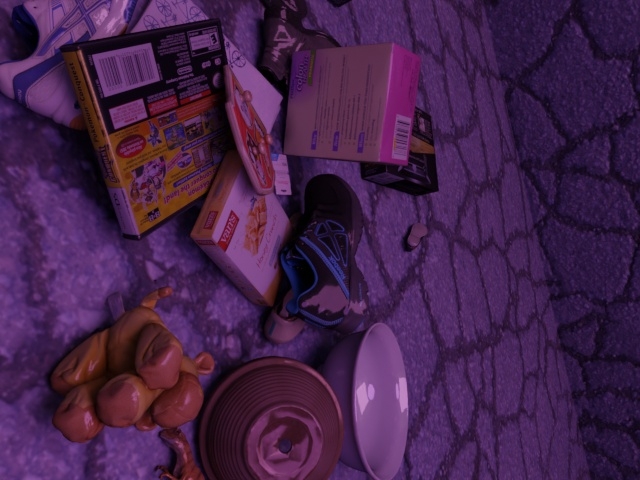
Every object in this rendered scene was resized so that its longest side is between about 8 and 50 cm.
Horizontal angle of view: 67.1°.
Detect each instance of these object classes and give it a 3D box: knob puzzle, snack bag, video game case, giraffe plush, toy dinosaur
[{"bbox_3d":[-0.101,-0.158,0.777,0.213,0.030,0.213,-16,90,-82],"label":"knob puzzle"},{"bbox_3d":[-0.211,-0.231,0.838,0.323,0.037,0.342,42,51,-39],"label":"snack bag"},{"bbox_3d":[-0.212,-0.171,0.698,0.275,0.035,0.248,-48,138,-51],"label":"video game case"},{"bbox_3d":[-0.227,0.186,0.645,0.210,0.181,0.170,-109,173,-54],"label":"giraffe plush"},{"bbox_3d":[-0.185,0.378,0.701,0.112,0.064,0.211,-32,107,-52],"label":"toy dinosaur"}]

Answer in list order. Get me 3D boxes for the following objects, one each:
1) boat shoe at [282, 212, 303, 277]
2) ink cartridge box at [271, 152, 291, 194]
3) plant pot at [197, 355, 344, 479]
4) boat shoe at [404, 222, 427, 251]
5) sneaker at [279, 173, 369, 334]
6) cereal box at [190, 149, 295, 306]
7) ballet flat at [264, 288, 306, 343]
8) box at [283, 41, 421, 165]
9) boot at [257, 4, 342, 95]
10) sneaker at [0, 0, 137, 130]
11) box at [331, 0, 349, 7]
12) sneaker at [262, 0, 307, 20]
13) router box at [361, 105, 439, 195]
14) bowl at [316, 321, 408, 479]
[{"bbox_3d":[-0.050,0.007,0.975,0.056,0.048,0.153,48,48,-34],"label":"boat shoe"},{"bbox_3d":[-0.089,-0.131,0.975,0.048,0.028,0.083,-4,85,-52],"label":"ink cartridge box"},{"bbox_3d":[-0.065,0.303,0.744,0.237,0.110,0.237,3,81,-18],"label":"plant pot"},{"bbox_3d":[0.277,-0.008,1.404,0.046,0.038,0.125,30,39,6],"label":"boat shoe"},{"bbox_3d":[0.000,0.000,0.897,0.140,0.125,0.341,16,49,-30],"label":"sneaker"},{"bbox_3d":[-0.120,-0.014,0.831,0.240,0.047,0.173,62,37,-54],"label":"cereal box"},{"bbox_3d":[-0.023,0.103,0.947,0.248,0.086,0.086,-47,118,-47],"label":"ballet flat"},{"bbox_3d":[0.059,-0.269,0.979,0.117,0.243,0.213,-5,103,-52],"label":"box"},{"bbox_3d":[-0.045,-0.389,1.071,0.246,0.083,0.161,10,84,-49],"label":"boot"},{"bbox_3d":[-0.326,-0.299,0.640,0.131,0.112,0.296,19,66,-28],"label":"sneaker"},{"bbox_3d":[0.021,-0.727,1.168,0.247,0.142,0.163,19,66,-50],"label":"box"},{"bbox_3d":[-0.099,-0.587,1.012,0.267,0.106,0.101,49,46,-35],"label":"sneaker"},{"bbox_3d":[0.223,-0.271,1.363,0.309,0.081,0.243,8,75,-51],"label":"router box"},{"bbox_3d":[0.070,0.316,0.963,0.298,0.134,0.298,32,54,-57],"label":"bowl"}]
